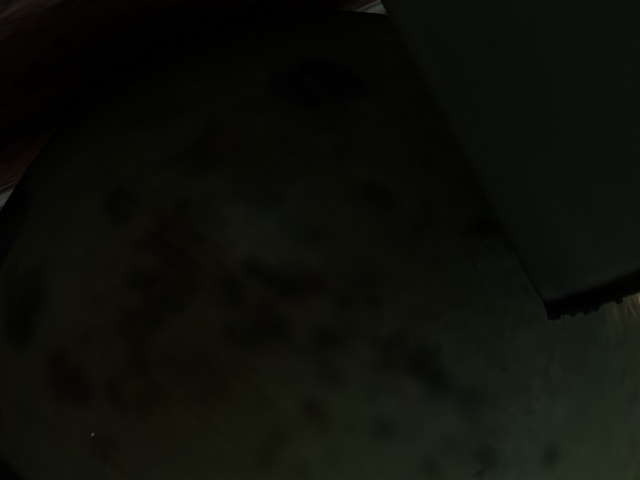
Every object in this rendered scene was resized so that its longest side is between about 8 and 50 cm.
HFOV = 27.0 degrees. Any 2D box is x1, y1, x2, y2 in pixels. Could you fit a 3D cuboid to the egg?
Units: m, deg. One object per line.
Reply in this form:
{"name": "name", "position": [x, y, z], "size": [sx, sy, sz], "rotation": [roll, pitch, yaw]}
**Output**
{"name": "egg", "position": [0.002, 0.057, 0.661], "size": [0.345, 0.345, 0.428], "rotation": [-29, 167, 19]}

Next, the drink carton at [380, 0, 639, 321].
{"name": "drink carton", "position": [0.103, -0.094, 0.466], "size": [0.185, 0.190, 0.191], "rotation": [-33, -178, -38]}
